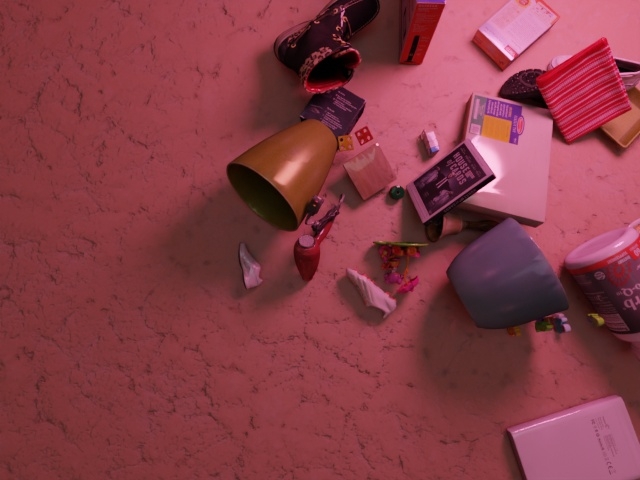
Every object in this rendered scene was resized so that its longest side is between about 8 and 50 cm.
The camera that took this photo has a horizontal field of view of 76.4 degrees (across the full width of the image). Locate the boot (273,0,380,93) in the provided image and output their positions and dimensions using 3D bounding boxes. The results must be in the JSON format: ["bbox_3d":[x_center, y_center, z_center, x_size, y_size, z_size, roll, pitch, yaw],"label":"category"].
[{"bbox_3d":[0.055,-0.618,1.264,0.377,0.138,0.284,-26,50,1],"label":"boot"}]

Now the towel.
[{"bbox_3d":[0.803,-0.445,1.237,0.198,0.031,0.275,-30,122,29],"label":"towel"}]

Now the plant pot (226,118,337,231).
[{"bbox_3d":[-0.087,-0.226,1.244,0.274,0.275,0.294,38,68,5],"label":"plant pot"}]

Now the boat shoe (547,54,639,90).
[{"bbox_3d":[0.881,-0.556,1.304,0.267,0.088,0.096,28,80,22],"label":"boat shoe"}]

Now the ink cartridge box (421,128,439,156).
[{"bbox_3d":[0.360,-0.324,1.332,0.028,0.048,0.084,-17,84,-1],"label":"ink cartridge box"}]

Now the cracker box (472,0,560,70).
[{"bbox_3d":[0.652,-0.709,1.363,0.232,0.067,0.156,-41,84,-5],"label":"cracker box"}]

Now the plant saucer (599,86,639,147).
[{"bbox_3d":[0.974,-0.422,1.336,0.188,0.045,0.188,45,86,5],"label":"plant saucer"}]

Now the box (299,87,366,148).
[{"bbox_3d":[0.041,-0.413,1.325,0.155,0.093,0.158,33,86,4],"label":"box"}]

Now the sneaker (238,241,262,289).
[{"bbox_3d":[-0.227,0.077,1.300,0.061,0.053,0.152,-12,86,-16],"label":"sneaker"}]

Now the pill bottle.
[{"bbox_3d":[0.914,0.162,1.189,0.210,0.210,0.363,-33,84,-3],"label":"pill bottle"}]

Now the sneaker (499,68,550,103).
[{"bbox_3d":[0.736,-0.487,1.316,0.286,0.130,0.109,-2,60,23],"label":"sneaker"}]

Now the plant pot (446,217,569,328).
[{"bbox_3d":[0.510,0.118,1.171,0.235,0.293,0.293,-30,84,12],"label":"plant pot"}]

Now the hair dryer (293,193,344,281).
[{"bbox_3d":[0.000,0.000,1.244,0.080,0.223,0.294,30,107,23],"label":"hair dryer"}]

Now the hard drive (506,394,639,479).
[{"bbox_3d":[0.768,0.633,1.219,0.352,0.047,0.233,-17,84,-2],"label":"hard drive"}]

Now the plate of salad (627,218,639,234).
[{"bbox_3d":[1.058,0.022,1.284,0.199,0.048,0.200,0,83,0],"label":"plate of salad"}]

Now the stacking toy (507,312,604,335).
[{"bbox_3d":[0.673,0.248,1.180,0.166,0.221,0.052,-8,80,-4],"label":"stacking toy"}]

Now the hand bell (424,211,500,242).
[{"bbox_3d":[0.469,-0.051,1.289,0.241,0.126,0.126,2,83,-12],"label":"hand bell"}]

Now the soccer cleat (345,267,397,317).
[{"bbox_3d":[0.150,0.163,1.273,0.196,0.068,0.076,38,88,2],"label":"soccer cleat"}]

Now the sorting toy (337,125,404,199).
[{"bbox_3d":[0.150,-0.228,1.305,0.132,0.046,0.275,-33,102,-4],"label":"sorting toy"}]

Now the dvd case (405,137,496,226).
[{"bbox_3d":[0.382,-0.175,1.224,0.238,0.029,0.179,-39,42,26],"label":"dvd case"}]

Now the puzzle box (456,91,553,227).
[{"bbox_3d":[0.576,-0.262,1.278,0.271,0.052,0.409,15,71,3],"label":"puzzle box"}]

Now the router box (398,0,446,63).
[{"bbox_3d":[0.308,-0.783,1.259,0.082,0.301,0.336,2,84,2],"label":"router box"}]

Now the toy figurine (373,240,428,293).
[{"bbox_3d":[0.245,0.085,1.268,0.173,0.130,0.160,3,93,23],"label":"toy figurine"}]
